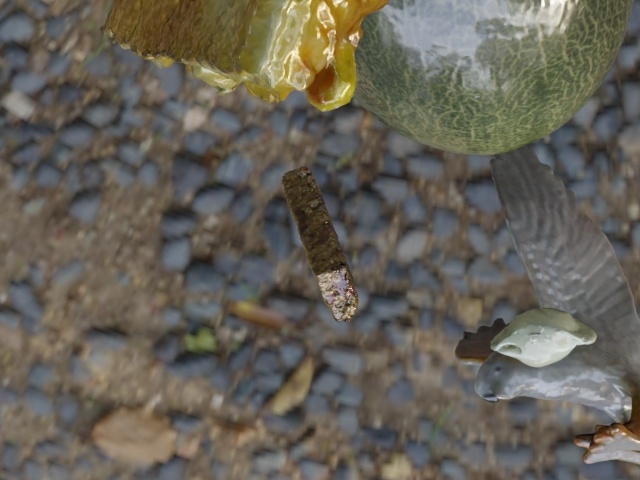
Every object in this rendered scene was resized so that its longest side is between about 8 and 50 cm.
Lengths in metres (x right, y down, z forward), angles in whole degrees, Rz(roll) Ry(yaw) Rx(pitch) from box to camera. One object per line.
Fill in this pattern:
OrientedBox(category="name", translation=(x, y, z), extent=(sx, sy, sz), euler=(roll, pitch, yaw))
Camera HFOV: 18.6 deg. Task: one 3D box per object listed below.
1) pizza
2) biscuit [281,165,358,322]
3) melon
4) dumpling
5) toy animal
OrientedBox(category="pizza", translation=(-0.011, -0.204, 1.036), extent=(0.087, 0.258, 0.268), euler=(21, 93, -27))
OrientedBox(category="biscuit", translation=(0.000, 0.000, 1.808), extent=(0.034, 0.199, 0.064), euler=(-22, 123, 0))
OrientedBox(category="melon", translation=(0.107, -0.192, 1.380), extent=(0.237, 0.237, 0.302), euler=(-2, 141, 8))
OrientedBox(category="dumpling", translation=(0.173, 0.071, 1.522), extent=(0.077, 0.059, 0.043), euler=(-28, 101, 26))
OrientedBox(category="toy animal", translation=(0.263, 0.094, 1.650), extent=(0.284, 0.302, 0.225), euler=(8, 127, -4))
